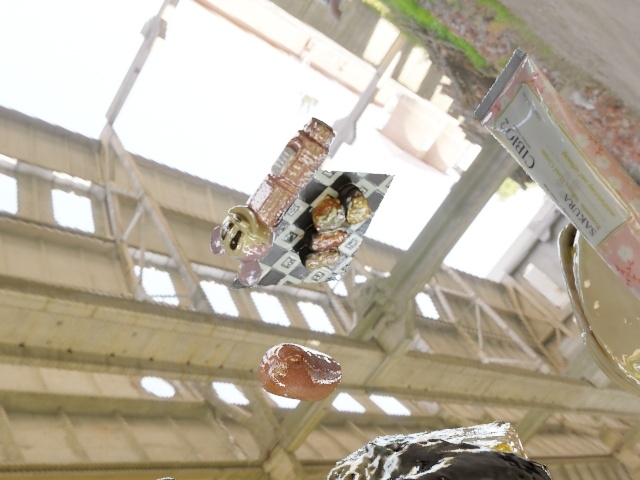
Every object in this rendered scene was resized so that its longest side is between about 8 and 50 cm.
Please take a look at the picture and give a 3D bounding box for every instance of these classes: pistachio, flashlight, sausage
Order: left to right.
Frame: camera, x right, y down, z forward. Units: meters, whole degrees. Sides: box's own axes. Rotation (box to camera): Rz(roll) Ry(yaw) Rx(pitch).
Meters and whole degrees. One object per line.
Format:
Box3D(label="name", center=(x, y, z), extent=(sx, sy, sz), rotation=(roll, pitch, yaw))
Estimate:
Box3D(label="flashlight", center=(-0.030, -0.027, 0.390), extent=(0.052, 0.110, 0.031), rotation=(43, -167, 30))
Box3D(label="sausage", center=(-0.025, 0.187, 0.889), extent=(0.077, 0.077, 0.194), rotation=(44, -177, 29))
Box3D(label="pistachio", center=(0.417, 0.085, 0.868), extent=(0.197, 0.166, 0.288), rotation=(-6, -122, -24))

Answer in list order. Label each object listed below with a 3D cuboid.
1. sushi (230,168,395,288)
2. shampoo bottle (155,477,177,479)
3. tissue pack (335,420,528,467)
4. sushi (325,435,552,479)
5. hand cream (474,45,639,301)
Box3D(label="sushi", center=(0.000, 0.000, 1.188), extent=(0.263, 0.290, 0.050), rotation=(-1, -137, -35))
Box3D(label="shampoo bottle", center=(-0.191, 0.440, 0.838), extent=(0.323, 0.084, 0.129), rotation=(39, 153, 63))
Box3D(label="tissue pack", center=(0.172, 0.429, 0.765), extent=(0.293, 0.228, 0.382), rotation=(32, -134, -70))
Box3D(label="sushi", center=(0.063, 0.301, 0.446), extent=(0.170, 0.351, 0.211), rotation=(8, -160, 8))
Box3D(label="hand cream", center=(0.181, -0.035, 0.427), extent=(0.043, 0.067, 0.210), rotation=(-20, -116, -29))
